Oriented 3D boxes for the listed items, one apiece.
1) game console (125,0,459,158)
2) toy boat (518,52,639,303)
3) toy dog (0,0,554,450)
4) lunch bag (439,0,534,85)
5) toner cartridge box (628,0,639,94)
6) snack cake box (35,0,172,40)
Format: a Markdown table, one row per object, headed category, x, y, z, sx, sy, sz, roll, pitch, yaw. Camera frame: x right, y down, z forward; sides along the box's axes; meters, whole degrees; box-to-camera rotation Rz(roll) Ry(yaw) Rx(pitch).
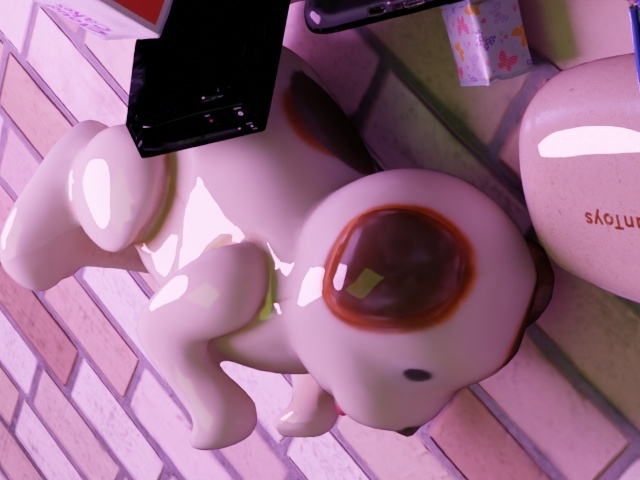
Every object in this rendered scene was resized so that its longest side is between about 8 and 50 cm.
| category | x | y | z | sx | sy | sz | roll | pitch | yaw |
| --- | --- | --- | --- | --- | --- | --- | --- | --- | --- |
| game console | 0.008 | -0.186 | 0.981 | 0.361 | 0.213 | 0.044 | -10 | 144 | 28 |
| toy boat | 0.250 | -0.101 | 0.837 | 0.267 | 0.148 | 0.318 | 18 | 128 | 48 |
| toy dog | 0.000 | 0.000 | 1.083 | 0.408 | 0.284 | 0.395 | 32 | 92 | 36 |
| lunch bag | 0.128 | -0.160 | 0.992 | 0.083 | 0.053 | 0.071 | -165 | 58 | -72 |
| toner cartridge box | 0.350 | -0.075 | 0.659 | 0.347 | 0.075 | 0.165 | -5 | 105 | 22 |
| snack cake box | -0.167 | -0.314 | 1.026 | 0.089 | 0.152 | 0.264 | 7 | 74 | 48 |
